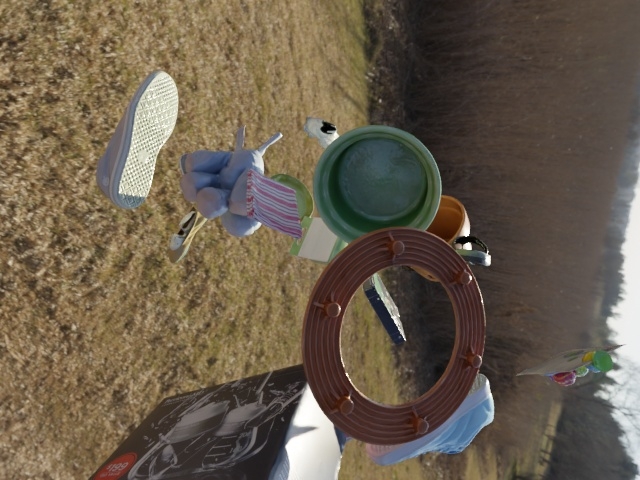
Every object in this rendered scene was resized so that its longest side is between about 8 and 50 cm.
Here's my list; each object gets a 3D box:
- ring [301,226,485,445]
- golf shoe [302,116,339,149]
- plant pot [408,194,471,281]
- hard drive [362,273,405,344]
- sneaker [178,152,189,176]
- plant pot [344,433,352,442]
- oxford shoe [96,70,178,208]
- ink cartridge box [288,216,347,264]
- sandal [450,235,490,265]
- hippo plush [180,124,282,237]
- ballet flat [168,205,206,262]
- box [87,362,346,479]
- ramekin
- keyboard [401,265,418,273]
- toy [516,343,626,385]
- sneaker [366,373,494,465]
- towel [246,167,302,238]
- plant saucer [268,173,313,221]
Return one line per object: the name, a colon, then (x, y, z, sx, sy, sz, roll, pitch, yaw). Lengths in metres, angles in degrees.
ring: (0.131, 0.146, 0.618, 0.337, 0.032, 0.336, 0, 90, -24)
golf shoe: (0.027, -0.336, 1.286, 0.176, 0.086, 0.069, 18, 83, -48)
plant pot: (0.409, 0.009, 1.444, 0.203, 0.291, 0.290, 49, 60, -34)
hard drive: (0.282, 0.282, 1.852, 0.338, 0.064, 0.237, 60, 14, -24)
sneaker: (-0.472, -0.251, 1.646, 0.124, 0.178, 0.295, -34, 93, -31)
plant pot: (-0.012, 0.399, 0.919, 0.201, 0.180, 0.201, 23, 51, -30)
oxford shoe: (-0.560, -0.314, 1.222, 0.169, 0.130, 0.449, 36, 66, -63)
ink cartridge box: (0.000, 0.000, 1.475, 0.056, 0.235, 0.171, 32, 74, -37)
sandal: (0.417, 0.027, 1.124, 0.303, 0.120, 0.086, 13, 78, -75)
hippo plush: (-0.253, -0.144, 1.159, 0.236, 0.235, 0.294, 92, 11, -62)
ballet flat: (-0.501, -0.028, 1.470, 0.232, 0.080, 0.073, -59, 144, -5)
box: (-0.164, 0.380, 0.639, 0.312, 0.343, 0.178, -48, 119, -74)
ramekin: (0.145, -0.141, 1.008, 0.148, 0.304, 0.303, -55, 145, -63)
keyboard: (0.426, 0.123, 1.659, 0.180, 0.108, 0.023, 7, 102, -14)
toy: (0.571, 0.294, 0.920, 0.137, 0.056, 0.237, -21, 159, -10)
sneaker: (0.290, 0.475, 0.987, 0.366, 0.135, 0.150, -21, 93, -17)
towel: (-0.112, -0.096, 0.990, 0.144, 0.029, 0.197, 24, 35, -29)
plant saucer: (-0.141, -0.177, 1.735, 0.241, 0.037, 0.240, 17, 57, -27)
